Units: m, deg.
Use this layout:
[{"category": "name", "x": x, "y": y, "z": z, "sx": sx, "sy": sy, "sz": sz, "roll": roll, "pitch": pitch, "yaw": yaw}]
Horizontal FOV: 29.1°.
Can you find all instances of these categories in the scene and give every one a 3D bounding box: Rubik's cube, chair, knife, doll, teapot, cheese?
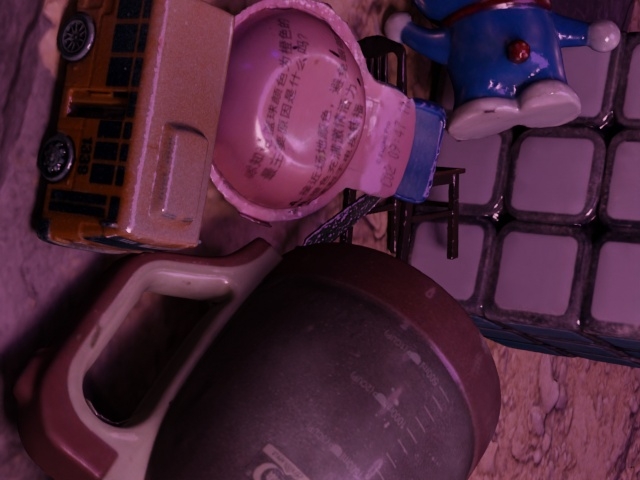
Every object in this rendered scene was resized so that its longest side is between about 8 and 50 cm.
[{"category": "Rubik's cube", "x": 0.296, "y": -0.033, "z": 1.291, "sx": 0.305, "sy": 0.301, "sz": 0.303, "roll": 20, "pitch": 79, "yaw": -55}, {"category": "chair", "x": 0.076, "y": -0.085, "z": 1.162, "sx": 0.101, "sy": 0.084, "sz": 0.212, "roll": -9, "pitch": 103, "yaw": -51}, {"category": "knife", "x": 0.000, "y": 0.000, "z": 1.081, "sx": 0.170, "sy": 0.010, "sz": 0.023, "roll": -39, "pitch": 121, "yaw": -21}, {"category": "doll", "x": 0.167, "y": -0.224, "z": 1.168, "sx": 0.161, "sy": 0.215, "sz": 0.256, "roll": 72, "pitch": 11, "yaw": -83}, {"category": "teapot", "x": -0.057, "y": 0.143, "z": 0.902, "sx": 0.315, "sy": 0.233, "sz": 0.312, "roll": 49, "pitch": 44, "yaw": -5}, {"category": "cheese", "x": 0.001, "y": -0.098, "z": 1.019, "sx": 0.286, "sy": 0.074, "sz": 0.188, "roll": 11, "pitch": 93, "yaw": -41}]

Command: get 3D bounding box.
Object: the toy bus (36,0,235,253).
[{"category": "toy bus", "x": -0.124, "y": -0.079, "z": 0.851, "sx": 0.091, "sy": 0.103, "sz": 0.182, "roll": 13, "pitch": 85, "yaw": -55}]
